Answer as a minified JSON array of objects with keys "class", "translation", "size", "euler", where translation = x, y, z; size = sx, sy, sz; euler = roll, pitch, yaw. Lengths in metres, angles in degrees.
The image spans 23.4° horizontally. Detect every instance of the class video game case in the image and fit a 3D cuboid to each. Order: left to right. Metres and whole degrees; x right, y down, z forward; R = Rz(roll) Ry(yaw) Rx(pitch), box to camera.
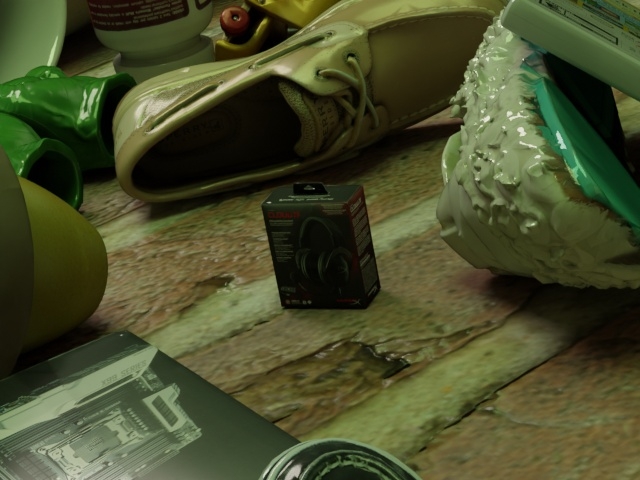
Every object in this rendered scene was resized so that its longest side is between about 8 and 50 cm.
[{"class":"video game case","translation":[0.234,-0.123,1.069],"size":[0.227,0.026,0.206],"euler":[29,21,1]}]

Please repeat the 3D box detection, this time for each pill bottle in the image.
[{"class":"pill bottle","translation":[-0.172,-0.258,1.504],"size":[0.121,0.221,0.121],"euler":[-9,23,4]}]

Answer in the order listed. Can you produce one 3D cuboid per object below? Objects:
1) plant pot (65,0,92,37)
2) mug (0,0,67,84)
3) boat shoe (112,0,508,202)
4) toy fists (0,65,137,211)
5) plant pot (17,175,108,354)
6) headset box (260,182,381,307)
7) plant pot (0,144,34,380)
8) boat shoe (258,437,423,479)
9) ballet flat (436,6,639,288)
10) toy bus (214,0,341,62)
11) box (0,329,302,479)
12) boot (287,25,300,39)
[{"class":"plant pot","translation":[-0.310,-0.366,1.755],"size":[0.333,0.334,0.305],"euler":[6,40,36]},{"class":"mug","translation":[-0.441,-0.259,1.497],"size":[0.328,0.276,0.374],"euler":[-8,58,40]},{"class":"boat shoe","translation":[0.001,-0.107,1.226],"size":[0.341,0.122,0.110],"euler":[-21,27,4]},{"class":"toy fists","translation":[-0.259,-0.076,1.290],"size":[0.142,0.096,0.279],"euler":[-5,25,18]},{"class":"plant pot","translation":[-0.199,0.019,1.027],"size":[0.095,0.134,0.134],"euler":[6,7,-42]},{"class":"headset box","translation":[0.000,0.000,1.005],"size":[0.062,0.083,0.032],"euler":[0,25,23]},{"class":"plant pot","translation":[-0.333,0.020,0.881],"size":[0.280,0.323,0.323],"euler":[-3,12,-43]},{"class":"boat shoe","translation":[0.038,0.158,0.495],"size":[0.108,0.102,0.301],"euler":[-2,38,-12]},{"class":"ballet flat","translation":[0.141,-0.046,1.025],"size":[0.147,0.147,0.409],"euler":[-7,20,10]},{"class":"toy bus","translation":[-0.025,-0.205,1.456],"size":[0.104,0.202,0.191],"euler":[26,25,8]},{"class":"box","translation":[-0.118,0.158,0.702],"size":[0.242,0.077,0.307],"euler":[-23,26,-26]},{"class":"boot","translation":[0.012,-0.317,1.570],"size":[0.189,0.209,0.076],"euler":[-22,26,-22]}]
